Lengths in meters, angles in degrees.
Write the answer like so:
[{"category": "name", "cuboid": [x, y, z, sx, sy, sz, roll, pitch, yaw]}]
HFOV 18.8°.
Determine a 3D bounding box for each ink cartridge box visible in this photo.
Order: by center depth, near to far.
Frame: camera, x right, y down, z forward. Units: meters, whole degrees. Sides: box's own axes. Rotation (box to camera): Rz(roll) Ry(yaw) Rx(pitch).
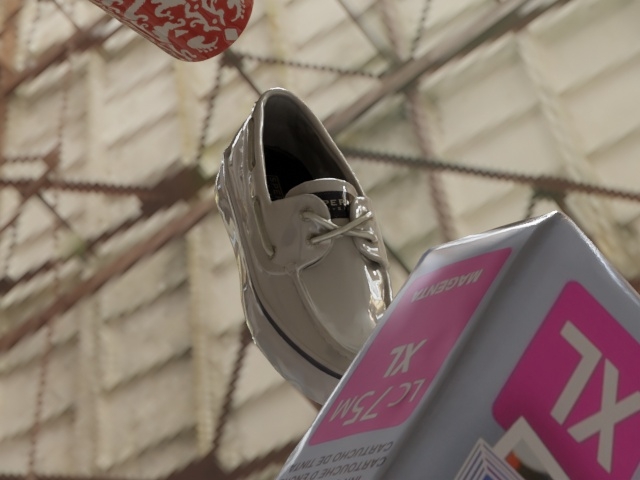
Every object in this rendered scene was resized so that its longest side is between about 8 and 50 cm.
[{"category": "ink cartridge box", "cuboid": [0.025, 0.165, 0.400, 0.065, 0.186, 0.311, -20, -151, 55]}]

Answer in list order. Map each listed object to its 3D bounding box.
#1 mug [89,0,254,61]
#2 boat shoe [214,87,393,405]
[{"category": "mug", "cuboid": [-0.135, -0.229, 1.495, 0.113, 0.169, 0.150, -27, -122, 19]}, {"category": "boat shoe", "cuboid": [0.000, 0.000, 1.253, 0.267, 0.096, 0.088, -109, -149, -49]}]
